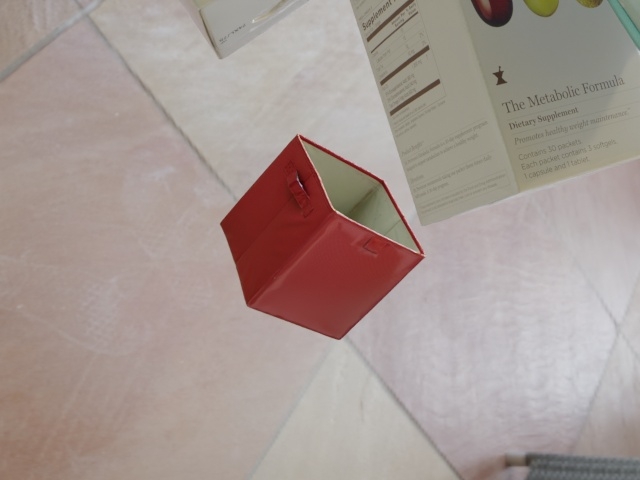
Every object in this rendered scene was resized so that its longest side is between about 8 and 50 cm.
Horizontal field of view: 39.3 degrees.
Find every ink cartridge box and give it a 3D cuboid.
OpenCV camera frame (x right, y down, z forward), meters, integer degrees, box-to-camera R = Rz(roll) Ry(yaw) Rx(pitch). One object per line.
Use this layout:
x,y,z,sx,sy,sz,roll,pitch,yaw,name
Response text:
-0.146,-0.440,1.262,0.198,0.197,0.270,-34,82,-3,ink cartridge box

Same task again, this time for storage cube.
0.000,0.000,1.297,0.215,0.193,0.183,25,28,-39,storage cube

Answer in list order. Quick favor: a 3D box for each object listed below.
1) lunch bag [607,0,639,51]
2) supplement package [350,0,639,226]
0.227,-0.193,0.492,0.224,0.108,0.279,40,47,-29,lunch bag
0.120,-0.152,0.644,0.139,0.134,0.244,-17,88,-23,supplement package
